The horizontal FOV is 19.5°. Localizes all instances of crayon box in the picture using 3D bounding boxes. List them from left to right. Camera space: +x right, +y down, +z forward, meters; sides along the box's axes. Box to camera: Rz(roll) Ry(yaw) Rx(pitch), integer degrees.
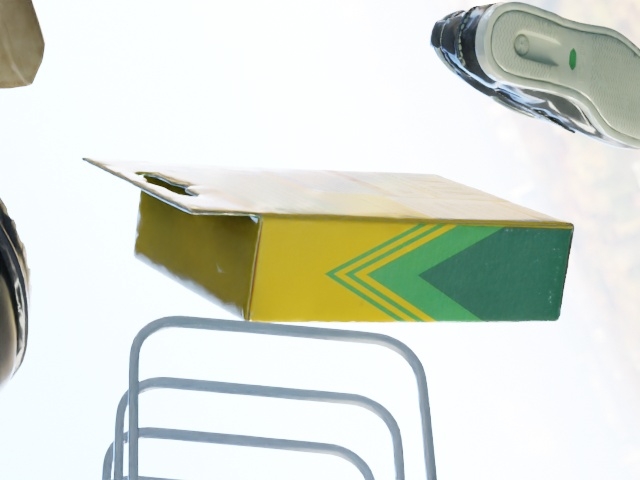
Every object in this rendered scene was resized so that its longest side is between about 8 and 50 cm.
[{"bbox_3d":[0.000,0.000,1.411,0.203,0.323,0.083,25,110,58],"label":"crayon box"}]

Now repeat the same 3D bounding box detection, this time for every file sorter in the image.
[{"bbox_3d":[-0.050,0.195,1.148,0.278,0.193,0.173,112,160,-51],"label":"file sorter"}]

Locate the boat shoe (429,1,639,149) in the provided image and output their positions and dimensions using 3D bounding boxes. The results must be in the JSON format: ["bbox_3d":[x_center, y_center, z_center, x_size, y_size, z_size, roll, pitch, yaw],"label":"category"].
[{"bbox_3d":[0.186,-0.129,1.459,0.233,0.079,0.084,19,-104,-38],"label":"boat shoe"}]

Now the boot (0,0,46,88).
[{"bbox_3d":[-0.227,-0.222,1.216,0.236,0.089,0.269,31,143,48],"label":"boot"}]

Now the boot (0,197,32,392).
[{"bbox_3d":[-0.281,0.100,1.069,0.445,0.146,0.367,-92,-8,-49],"label":"boot"}]
